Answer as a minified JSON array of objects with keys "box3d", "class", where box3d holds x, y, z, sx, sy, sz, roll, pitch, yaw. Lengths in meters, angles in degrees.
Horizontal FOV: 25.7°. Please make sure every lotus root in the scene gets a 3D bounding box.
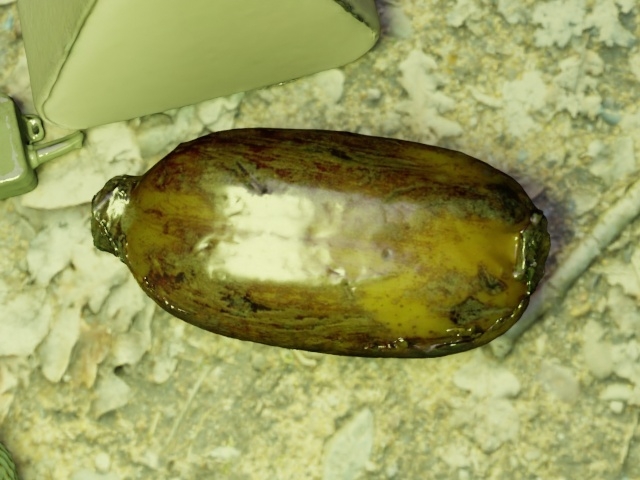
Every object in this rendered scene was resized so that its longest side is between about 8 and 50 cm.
[{"box3d":[0.000,0.000,1.220,0.397,0.179,0.196,7,73,4],"class":"lotus root"}]

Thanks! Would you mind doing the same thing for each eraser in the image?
[{"box3d":[-0.121,-0.249,1.227,0.331,0.331,0.150,-14,69,-1],"class":"eraser"}]

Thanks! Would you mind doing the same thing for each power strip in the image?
[{"box3d":[-0.366,-0.071,1.327,0.288,0.053,0.093,-15,75,0],"class":"power strip"}]

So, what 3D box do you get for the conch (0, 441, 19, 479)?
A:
[{"box3d":[-0.340,0.236,1.176,0.131,0.200,0.172,26,100,9],"class":"conch"}]
